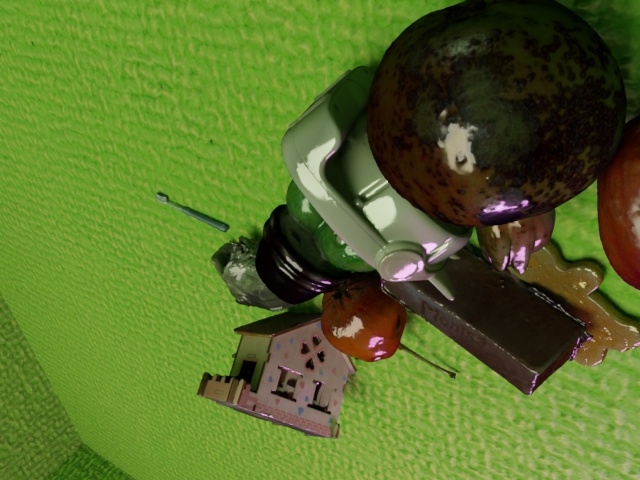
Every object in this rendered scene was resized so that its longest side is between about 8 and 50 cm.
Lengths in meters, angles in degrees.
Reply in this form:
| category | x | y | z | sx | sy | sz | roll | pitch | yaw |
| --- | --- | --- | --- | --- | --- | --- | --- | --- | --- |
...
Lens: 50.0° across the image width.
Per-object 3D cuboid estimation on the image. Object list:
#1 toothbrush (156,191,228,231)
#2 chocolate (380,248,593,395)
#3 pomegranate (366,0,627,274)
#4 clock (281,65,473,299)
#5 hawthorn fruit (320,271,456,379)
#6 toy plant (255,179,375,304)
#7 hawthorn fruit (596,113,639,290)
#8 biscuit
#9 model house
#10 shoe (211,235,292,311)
| category | x | y | z | sx | sy | sz | roll | pitch | yaw |
| --- | --- | --- | --- | --- | --- | --- | --- | --- | --- |
| toothbrush | -0.289 | -0.064 | 1.524 | 0.219 | 0.016 | 0.019 | 25 | 129 | 28 |
| chocolate | 0.237 | 0.104 | 1.048 | 0.321 | 0.112 | 0.112 | 35 | 151 | 27 |
| pomegranate | 0.200 | -0.100 | 0.783 | 0.285 | 0.285 | 0.341 | 10 | 133 | 39 |
| clock | 0.103 | -0.074 | 0.946 | 0.108 | 0.265 | 0.324 | -36 | 104 | 28 |
| hawthorn fruit | 0.128 | 0.172 | 1.265 | 0.285 | 0.165 | 0.165 | 35 | 148 | -22 |
| toy plant | 0.000 | 0.000 | 1.186 | 0.218 | 0.175 | 0.235 | 48 | 120 | 12 |
| hawthorn fruit | 0.382 | -0.055 | 0.735 | 0.189 | 0.189 | 0.251 | -9 | 113 | 48 |
| biscuit | 0.361 | 0.080 | 1.006 | 0.234 | 0.030 | 0.153 | 46 | 142 | 2 |
| model house | -0.080 | 0.261 | 1.443 | 0.326 | 0.244 | 0.169 | 30 | 159 | -37 |
| shoe | -0.127 | 0.054 | 1.390 | 0.293 | 0.109 | 0.149 | -10 | 122 | 53 |
